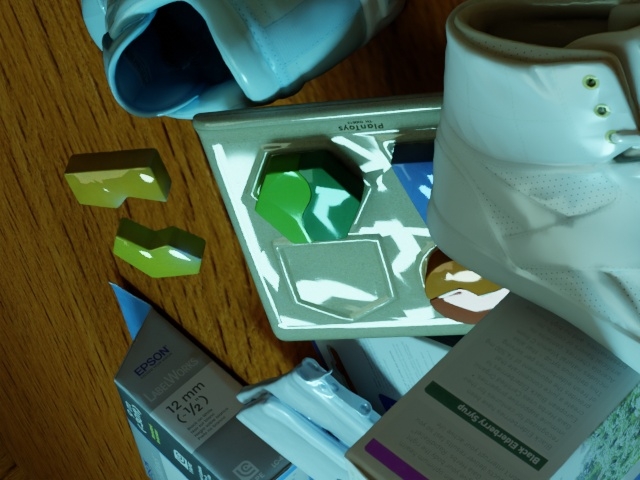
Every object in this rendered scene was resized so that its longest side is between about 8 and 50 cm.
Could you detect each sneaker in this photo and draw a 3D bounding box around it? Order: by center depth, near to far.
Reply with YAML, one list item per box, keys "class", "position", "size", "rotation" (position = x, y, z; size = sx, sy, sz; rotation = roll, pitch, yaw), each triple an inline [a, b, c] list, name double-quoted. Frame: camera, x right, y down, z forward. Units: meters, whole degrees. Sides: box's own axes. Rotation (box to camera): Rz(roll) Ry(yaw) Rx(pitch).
- class: "sneaker"
  position: [0.176, -0.025, 0.648]
  size: [0.293, 0.108, 0.169]
  rotation: [24, 138, 28]
- class: "sneaker"
  position: [-0.106, -0.151, 0.909]
  size: [0.366, 0.150, 0.135]
  rotation: [4, 128, 59]

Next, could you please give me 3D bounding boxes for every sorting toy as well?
- class: "sorting toy"
  position: [0.000, 0.000, 0.865]
  size: [0.307, 0.041, 0.229]
  rotation: [-4, 137, 16]

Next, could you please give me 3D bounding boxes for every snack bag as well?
- class: "snack bag"
  position: [0.071, 0.230, 1.196]
  size: [0.323, 0.037, 0.342]
  rotation: [39, 164, -3]

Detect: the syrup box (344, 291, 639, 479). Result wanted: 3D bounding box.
- class: "syrup box"
  position: [0.128, 0.089, 0.739]
  size: [0.096, 0.237, 0.093]
  rotation: [35, 153, 32]

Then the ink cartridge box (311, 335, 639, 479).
- class: "ink cartridge box"
  position: [0.120, 0.120, 1.023]
  size: [0.333, 0.065, 0.165]
  rotation: [18, 141, 49]

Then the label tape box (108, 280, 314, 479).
- class: "label tape box"
  position: [-0.158, 0.238, 1.643]
  size: [0.348, 0.115, 0.249]
  rotation: [36, 153, 27]
